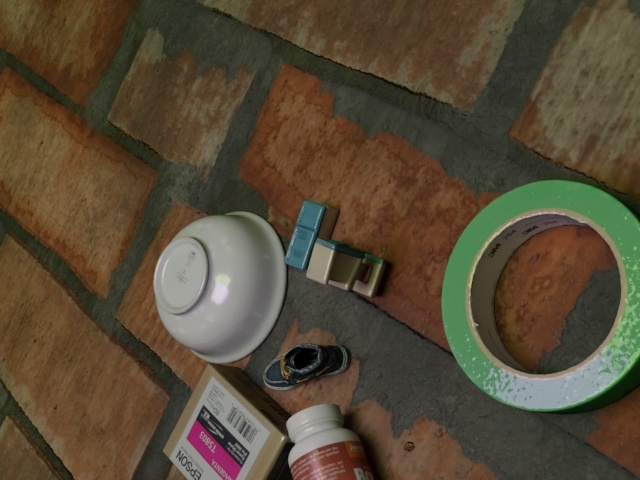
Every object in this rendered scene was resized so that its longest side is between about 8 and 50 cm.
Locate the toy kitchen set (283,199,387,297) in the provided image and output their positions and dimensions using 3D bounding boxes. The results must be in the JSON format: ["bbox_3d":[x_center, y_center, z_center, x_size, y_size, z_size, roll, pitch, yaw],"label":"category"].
[{"bbox_3d":[0.000,0.000,1.481,0.207,0.166,0.122,19,91,41],"label":"toy kitchen set"}]

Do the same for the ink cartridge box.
[{"bbox_3d":[-0.147,0.357,1.561,0.234,0.088,0.193,34,99,40],"label":"ink cartridge box"}]

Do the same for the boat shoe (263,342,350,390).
[{"bbox_3d":[-0.045,0.209,1.518,0.183,0.083,0.065,-22,65,34],"label":"boat shoe"}]

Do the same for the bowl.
[{"bbox_3d":[-0.214,0.076,1.664,0.297,0.134,0.298,-11,72,37],"label":"bowl"}]

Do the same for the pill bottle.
[{"bbox_3d":[0.020,0.371,1.394,0.121,0.121,0.216,-36,58,27],"label":"pill bottle"}]

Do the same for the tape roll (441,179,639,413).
[{"bbox_3d":[0.324,0.078,1.250,0.321,0.077,0.321,-12,71,38],"label":"tape roll"}]
